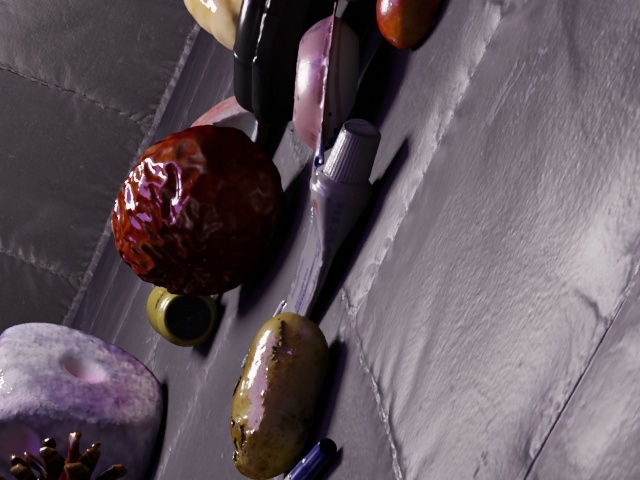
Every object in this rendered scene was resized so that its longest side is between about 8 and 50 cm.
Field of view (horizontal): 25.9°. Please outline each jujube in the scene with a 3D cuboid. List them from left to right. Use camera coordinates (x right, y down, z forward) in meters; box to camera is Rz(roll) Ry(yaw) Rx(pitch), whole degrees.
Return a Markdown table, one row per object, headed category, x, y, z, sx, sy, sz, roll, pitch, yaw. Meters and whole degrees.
| category | x | y | z | sx | sy | sz | roll | pitch | yaw |
| --- | --- | --- | --- | --- | --- | --- | --- | --- | --- |
| jujube | -0.164 | -0.035 | 1.846 | 0.232 | 0.213 | 0.213 | -54 | 19 | 42 |

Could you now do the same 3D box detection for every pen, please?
| category | x | y | z | sx | sy | sz | roll | pitch | yaw |
| --- | --- | --- | --- | --- | --- | --- | --- | --- | --- |
| pen | -0.035 | 0.244 | 1.312 | 0.204 | 0.025 | 0.025 | -55 | 19 | 42 |

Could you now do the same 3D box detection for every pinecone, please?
| category | x | y | z | sx | sy | sz | roll | pitch | yaw |
| --- | --- | --- | --- | --- | --- | --- | --- | --- | --- |
| pinecone | -0.337 | 0.382 | 1.825 | 0.264 | 0.264 | 0.264 | -158 | 90 | -77 |

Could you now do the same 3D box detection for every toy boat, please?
| category | x | y | z | sx | sy | sz | roll | pitch | yaw |
| --- | --- | --- | --- | --- | --- | --- | --- | --- | --- |
| toy boat | -0.156 | -0.175 | 2.194 | 0.206 | 0.096 | 0.282 | -52 | 12 | 9 |

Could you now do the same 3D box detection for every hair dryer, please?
| category | x | y | z | sx | sy | sz | roll | pitch | yaw |
| --- | --- | --- | --- | --- | --- | --- | --- | --- | --- |
| hair dryer | -0.159 | 0.022 | 2.037 | 0.278 | 0.090 | 0.135 | -63 | 13 | -4 |

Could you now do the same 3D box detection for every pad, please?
| category | x | y | z | sx | sy | sz | roll | pitch | yaw |
| --- | --- | --- | --- | --- | --- | --- | --- | --- | --- |
| pad | 0.056 | -0.320 | 1.880 | 0.159 | 0.009 | 0.265 | -137 | 68 | -75 |

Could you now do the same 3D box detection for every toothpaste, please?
| category | x | y | z | sx | sy | sz | roll | pitch | yaw |
| --- | --- | --- | --- | --- | --- | --- | --- | --- | --- |
| toothpaste | 0.001 | -0.001 | 1.496 | 0.099 | 0.068 | 0.282 | -37 | -28 | -59 |

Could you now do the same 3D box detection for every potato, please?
| category | x | y | z | sx | sy | sz | roll | pitch | yaw |
| --- | --- | --- | --- | --- | --- | --- | --- | --- | --- |
| potato | -0.043 | 0.152 | 1.373 | 0.107 | 0.080 | 0.170 | -4 | 63 | 61 |

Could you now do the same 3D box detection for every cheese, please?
| category | x | y | z | sx | sy | sz | roll | pitch | yaw |
| --- | --- | --- | --- | --- | --- | --- | --- | --- | --- |
| cheese | 0.004 | -0.148 | 1.624 | 0.189 | 0.074 | 0.286 | 93 | -178 | -62 |

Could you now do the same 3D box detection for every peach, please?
| category | x | y | z | sx | sy | sz | roll | pitch | yaw |
| --- | --- | --- | --- | --- | --- | --- | --- | --- | --- |
| peach | 0.092 | -0.261 | 1.526 | 0.098 | 0.061 | 0.098 | -51 | 27 | 39 |

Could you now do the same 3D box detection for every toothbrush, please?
| category | x | y | z | sx | sy | sz | roll | pitch | yaw |
| --- | --- | --- | --- | --- | --- | --- | --- | --- | --- |
| toothbrush | -0.067 | 0.111 | 1.666 | 0.131 | 0.011 | 0.013 | -57 | 5 | 40 |

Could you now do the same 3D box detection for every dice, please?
| category | x | y | z | sx | sy | sz | roll | pitch | yaw |
| --- | --- | --- | --- | --- | --- | --- | --- | --- | --- |
| dice | -0.408 | 0.306 | 2.128 | 0.270 | 0.270 | 0.271 | -100 | 34 | -66 |

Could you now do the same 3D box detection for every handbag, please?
| category | x | y | z | sx | sy | sz | roll | pitch | yaw |
| --- | --- | --- | --- | --- | --- | --- | --- | --- | --- |
| handbag | -0.046 | -0.292 | 1.857 | 0.308 | 0.093 | 0.253 | 96 | -167 | -61 |

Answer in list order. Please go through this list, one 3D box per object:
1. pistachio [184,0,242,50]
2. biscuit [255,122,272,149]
| category | x | y | z | sx | sy | sz | roll | pitch | yaw |
| --- | --- | --- | --- | --- | --- | --- | --- | --- | --- |
| pistachio | -0.085 | -0.435 | 2.166 | 0.238 | 0.229 | 0.321 | 74 | -146 | -53 |
| biscuit | -0.135 | -0.130 | 2.250 | 0.239 | 0.041 | 0.212 | -164 | 95 | -76 |
